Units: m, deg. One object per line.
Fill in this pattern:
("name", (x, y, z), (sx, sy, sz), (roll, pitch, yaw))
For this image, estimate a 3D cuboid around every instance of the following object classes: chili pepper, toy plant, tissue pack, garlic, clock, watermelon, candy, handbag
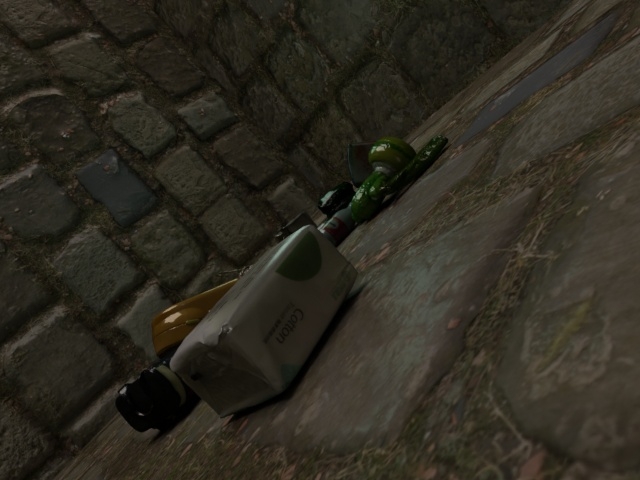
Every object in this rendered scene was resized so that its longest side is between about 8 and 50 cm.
("chili pepper", (0.318, -0.249, 1.707), (0.359, 0.076, 0.085), (-44, 27, -27))
("toy plant", (0.217, -0.207, 1.805), (0.316, 0.184, 0.224), (-60, 3, -13))
("tissue pack", (-0.111, 0.166, 1.041), (0.266, 0.194, 0.356), (-36, 10, 44))
("garlic", (-0.327, 0.205, 2.222), (0.207, 0.256, 0.207), (-175, 90, -68))
("clock", (-0.401, 0.280, 1.653), (0.316, 0.200, 0.244), (-14, -23, -29))
("watermelon", (0.268, -0.338, 2.165), (0.258, 0.229, 0.387), (-3, 5, 30))
("candy", (-0.105, -0.024, 2.410), (0.137, 0.185, 0.195), (-30, 13, 47))
("handbag", (-0.475, 0.457, 1.487), (0.254, 0.181, 0.181), (-39, -1, 29))
("chili pepper", (0.062, -0.131, 2.179), (0.261, 0.165, 0.174), (-45, 18, -4))

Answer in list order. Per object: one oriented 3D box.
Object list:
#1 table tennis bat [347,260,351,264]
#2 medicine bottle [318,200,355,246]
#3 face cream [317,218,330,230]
("table tennis bat", (0.017, 0.107, 1.405), (0.124, 0.033, 0.201), (-44, 8, -26))
("medicine bottle", (0.083, -0.068, 1.900), (0.217, 0.090, 0.090), (-46, 7, -24))
("face cream", (0.000, 0.000, 1.988), (0.311, 0.092, 0.092), (-42, 6, -1))
